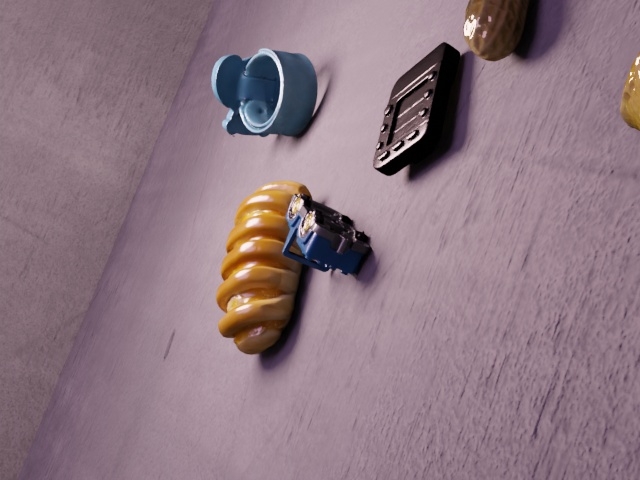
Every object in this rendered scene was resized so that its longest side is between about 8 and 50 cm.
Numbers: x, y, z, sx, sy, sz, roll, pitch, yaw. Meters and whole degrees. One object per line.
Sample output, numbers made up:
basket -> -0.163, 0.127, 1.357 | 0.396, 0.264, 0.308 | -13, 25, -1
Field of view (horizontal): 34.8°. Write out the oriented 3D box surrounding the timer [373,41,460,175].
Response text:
timer -> 0.146, -0.190, 1.516 | 0.144, 0.055, 0.187 | -33, 35, 52

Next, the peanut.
peanut -> 0.241, -0.320, 1.384 | 0.093, 0.083, 0.194 | 83, -161, -55

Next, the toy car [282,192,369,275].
toy car -> 0.000, 0.000, 1.594 | 0.100, 0.097, 0.191 | -62, 21, 12

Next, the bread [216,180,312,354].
bread -> -0.103, 0.042, 1.764 | 0.173, 0.121, 0.311 | -37, 37, 50

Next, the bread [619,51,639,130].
bread -> 0.342, -0.114, 0.803 | 0.197, 0.197, 0.171 | -49, 37, 37

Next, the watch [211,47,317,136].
watch -> -0.096, -0.289, 2.059 | 0.193, 0.211, 0.211 | 24, 90, 51
